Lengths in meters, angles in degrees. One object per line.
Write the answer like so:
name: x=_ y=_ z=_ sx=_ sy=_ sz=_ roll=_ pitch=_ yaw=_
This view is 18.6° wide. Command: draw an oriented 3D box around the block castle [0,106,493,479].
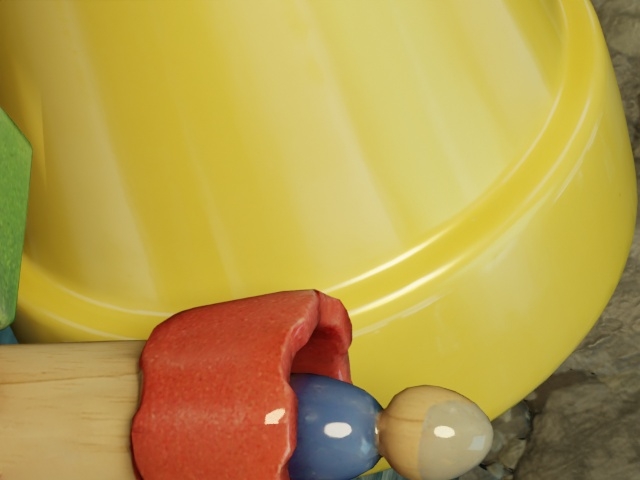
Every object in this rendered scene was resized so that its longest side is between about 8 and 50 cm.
block castle: x=-0.096 y=0.076 z=0.405 sx=0.453 sy=0.213 sz=0.303 roll=62 pitch=30 yaw=-60

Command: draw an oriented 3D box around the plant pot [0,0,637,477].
plant pot: x=-0.026 y=-0.080 z=0.704 sx=0.239 sy=0.254 sz=0.254 roll=71 pitch=35 yaw=-43
